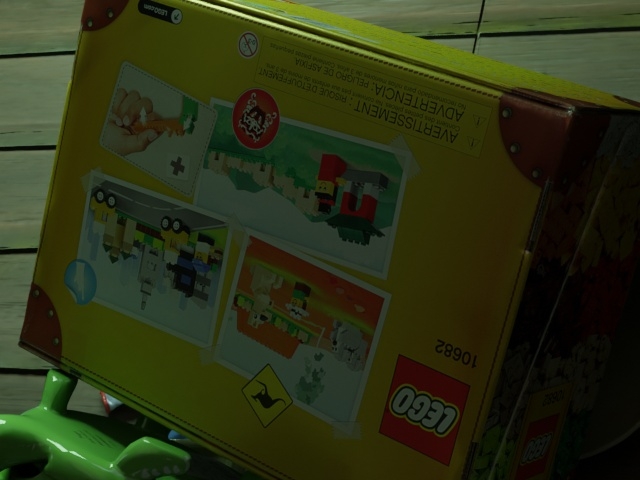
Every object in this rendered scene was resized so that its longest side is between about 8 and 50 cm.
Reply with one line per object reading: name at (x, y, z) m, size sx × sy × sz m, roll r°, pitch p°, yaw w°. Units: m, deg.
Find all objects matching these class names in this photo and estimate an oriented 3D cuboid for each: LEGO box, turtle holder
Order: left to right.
turtle holder at (-0.196, 0.261, 1.243) m, size 0.243 × 0.320 × 0.227 m, roll 24°, pitch 92°, yaw 24°
LEGO box at (0.000, 0.000, 1.219) m, size 0.500 × 0.193 × 0.372 m, roll 23°, pitch 106°, yaw 32°

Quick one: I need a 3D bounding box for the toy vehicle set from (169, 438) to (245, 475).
toy vehicle set at (-0.212, 0.287, 1.436) m, size 0.267 × 0.035 × 0.166 m, roll -2°, pitch 64°, yaw 18°

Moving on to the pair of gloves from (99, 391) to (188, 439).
pair of gloves at (-0.160, 0.190, 1.518) m, size 0.159 × 0.023 × 0.198 m, roll -20°, pitch 52°, yaw 4°

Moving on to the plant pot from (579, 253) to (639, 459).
plant pot at (0.212, 0.048, 1.364) m, size 0.284 × 0.284 × 0.191 m, roll -1°, pitch 18°, yaw 19°
